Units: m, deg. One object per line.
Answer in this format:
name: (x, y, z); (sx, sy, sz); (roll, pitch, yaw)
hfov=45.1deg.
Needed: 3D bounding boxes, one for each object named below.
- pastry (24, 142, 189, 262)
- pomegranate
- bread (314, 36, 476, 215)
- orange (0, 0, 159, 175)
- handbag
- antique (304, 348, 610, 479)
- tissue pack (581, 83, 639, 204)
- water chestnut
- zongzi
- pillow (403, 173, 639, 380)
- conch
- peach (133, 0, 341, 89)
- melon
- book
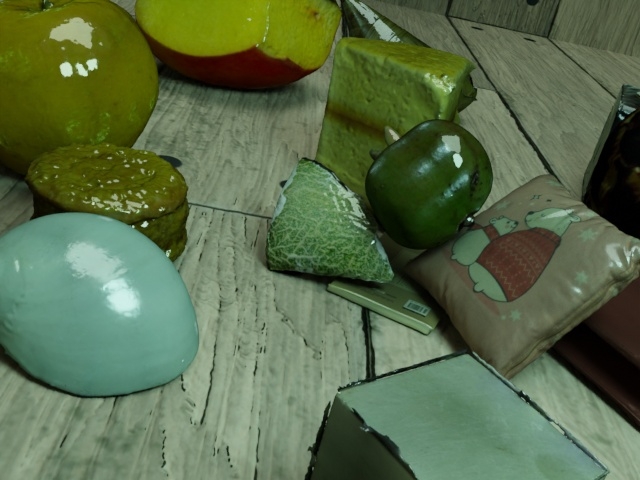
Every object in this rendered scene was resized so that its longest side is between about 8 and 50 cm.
pastry: (-0.245, -0.038, 0.892); (0.188, 0.103, 0.189); (10, 26, -5)
pomegranate: (0.121, -0.075, 0.931); (0.131, 0.152, 0.191); (50, 1, -23)
bread: (0.191, -0.180, 1.212); (0.361, 0.233, 0.245); (-11, 31, -42)
orange: (-0.355, -0.209, 1.041); (0.279, 0.235, 0.279); (-3, 28, 1)
handbag: (0.410, 0.113, 0.920); (0.275, 0.084, 0.260); (-4, 31, -32)
antique: (0.087, 0.185, 0.559); (0.146, 0.148, 0.152); (-9, 35, -35)
tissue pack: (0.659, -0.116, 1.350); (0.370, 0.210, 0.198); (21, 33, 12)
water chestnut: (0.549, -0.066, 1.156); (0.300, 0.300, 0.300); (10, 27, -5)
zongzi: (0.175, -0.395, 1.619); (0.286, 0.138, 0.300); (-14, 75, -45)
pillow: (0.227, 0.032, 0.876); (0.223, 0.084, 0.236); (-35, 34, 4)
conch: (-0.219, 0.057, 0.732); (0.221, 0.121, 0.185); (17, 56, -3)
peach: (-0.157, -0.425, 1.542); (0.380, 0.243, 0.306); (6, 3, 8)
melon: (-0.004, 0.000, 0.959); (0.139, 0.093, 0.202); (-32, 61, -10)
book: (0.110, 0.047, 0.983); (0.138, 0.016, 0.198); (22, 28, 19)
